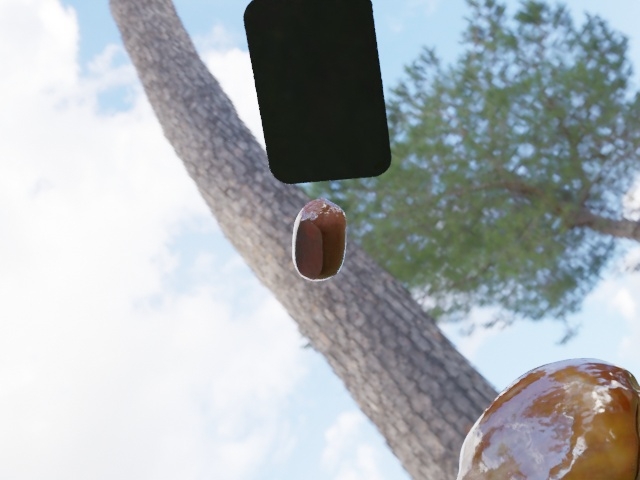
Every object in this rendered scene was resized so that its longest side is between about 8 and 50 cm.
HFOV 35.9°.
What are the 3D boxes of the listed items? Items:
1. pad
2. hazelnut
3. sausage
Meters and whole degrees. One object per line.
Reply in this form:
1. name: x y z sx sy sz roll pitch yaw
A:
1. pad: -0.032 -0.294 1.895 0.315 0.063 0.375 -4 -65 9
2. hazelnut: 0.192 0.172 0.764 0.182 0.182 0.182 -29 -40 -27
3. sausage: 0.000 0.000 1.090 0.054 0.059 0.094 -44 -37 -54
